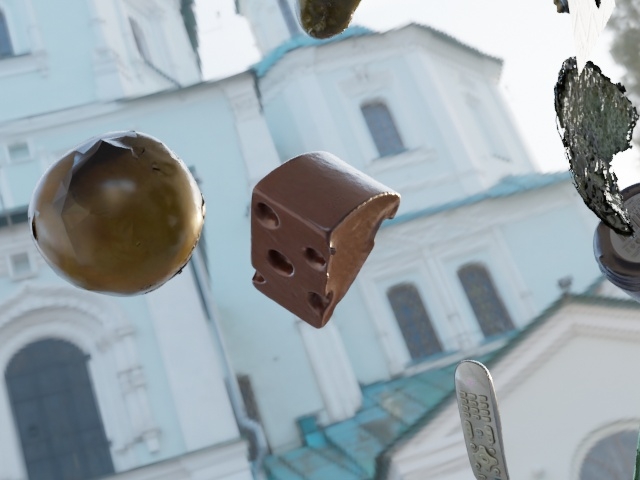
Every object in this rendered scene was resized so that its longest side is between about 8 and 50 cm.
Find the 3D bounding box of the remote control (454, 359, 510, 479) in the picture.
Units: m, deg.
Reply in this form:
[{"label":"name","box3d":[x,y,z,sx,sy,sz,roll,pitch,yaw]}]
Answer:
[{"label":"remote control","box3d":[0.263,0.292,1.800,0.073,0.229,0.044,4,26,43]}]

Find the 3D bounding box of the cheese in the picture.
[{"label":"cheese","box3d":[0.014,-0.024,1.405,0.177,0.128,0.203,-46,-24,-31]}]

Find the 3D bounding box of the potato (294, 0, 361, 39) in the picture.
[{"label":"potato","box3d":[0.014,-0.343,1.568,0.092,0.070,0.138,17,-46,-14]}]

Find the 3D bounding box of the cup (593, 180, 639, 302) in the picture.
[{"label":"cup","box3d":[0.494,-0.001,1.591,0.178,0.255,0.256,-42,-44,20]}]

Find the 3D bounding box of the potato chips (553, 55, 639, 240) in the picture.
[{"label":"potato chips","box3d":[0.334,-0.111,1.333,0.029,0.220,0.202,-18,-20,38]}]

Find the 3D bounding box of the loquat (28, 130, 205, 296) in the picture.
[{"label":"loquat","box3d":[-0.269,-0.035,1.509,0.235,0.235,0.235,-16,-28,-9]}]

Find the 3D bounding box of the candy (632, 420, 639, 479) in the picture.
[{"label":"candy","box3d":[0.223,0.163,0.789,0.061,0.061,0.202,-8,-67,-22]}]

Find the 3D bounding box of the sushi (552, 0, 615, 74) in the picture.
[{"label":"sushi","box3d":[0.248,-0.346,1.169,0.050,0.264,0.290,-2,-63,25]}]
